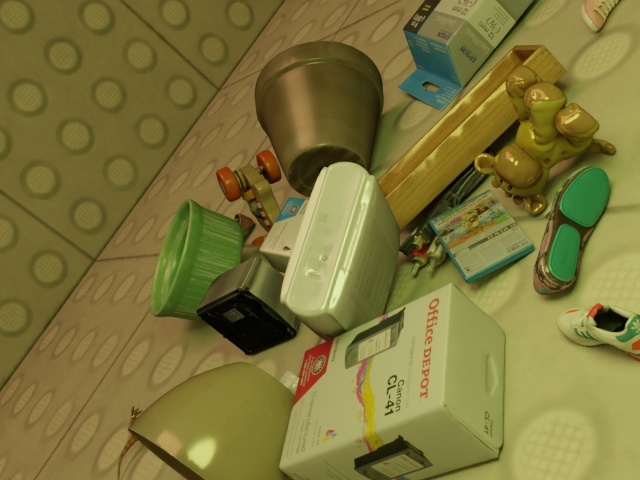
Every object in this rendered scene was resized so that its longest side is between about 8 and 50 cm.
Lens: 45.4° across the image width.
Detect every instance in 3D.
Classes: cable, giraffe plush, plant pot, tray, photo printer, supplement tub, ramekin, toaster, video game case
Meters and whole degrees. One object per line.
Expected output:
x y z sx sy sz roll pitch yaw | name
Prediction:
0.241 -0.049 1.408 0.287 0.072 0.139 -49 4 -30 | cable
0.336 -0.146 1.212 0.170 0.210 0.181 -49 48 13 | giraffe plush
-0.132 0.308 1.216 0.191 0.284 0.284 -52 24 -22 | plant pot
0.271 -0.203 1.477 0.411 0.076 0.203 -44 10 10 | tray
0.048 0.044 1.287 0.107 0.307 0.256 12 75 20 | photo printer
0.007 -0.264 1.837 0.323 0.323 0.280 -33 45 31 | plant pot
-0.064 0.294 1.363 0.107 0.071 0.071 -54 25 -11 | supplement tub
-0.310 0.061 1.925 0.303 0.148 0.303 -51 30 44 | ramekin
-0.139 0.138 1.597 0.185 0.168 0.110 -28 31 40 | toaster
0.260 -0.010 1.254 0.119 0.015 0.166 -28 38 4 | video game case

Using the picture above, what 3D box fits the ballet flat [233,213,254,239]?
-0.260 0.011 2.111 0.073 0.067 0.206 -11 44 54 | ballet flat

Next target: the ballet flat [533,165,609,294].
0.356 -0.015 1.122 0.222 0.077 0.079 -62 8 -26 | ballet flat

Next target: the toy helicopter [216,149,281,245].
-0.107 -0.036 1.809 0.140 0.235 0.355 -25 44 -15 | toy helicopter

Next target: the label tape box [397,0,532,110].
0.312 -0.498 1.800 0.348 0.115 0.249 -50 29 6 | label tape box

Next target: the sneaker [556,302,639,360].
0.347 0.098 0.950 0.057 0.075 0.161 -53 25 -10 | sneaker

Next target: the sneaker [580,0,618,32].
0.544 -0.458 1.467 0.070 0.051 0.134 -33 24 43 | sneaker

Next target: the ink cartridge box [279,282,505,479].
0.103 0.227 1.110 0.306 0.131 0.226 -32 29 35 | ink cartridge box

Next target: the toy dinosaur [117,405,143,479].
-0.414 0.437 1.751 0.211 0.064 0.112 -45 26 10 | toy dinosaur

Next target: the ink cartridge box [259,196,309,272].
0.000 0.000 1.580 0.203 0.086 0.148 9 59 35 | ink cartridge box
